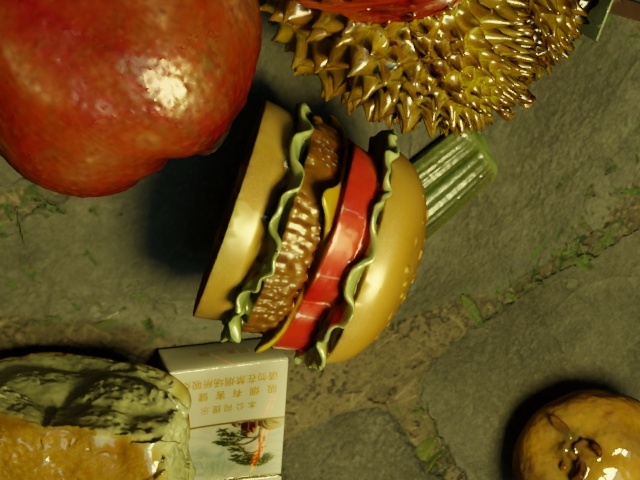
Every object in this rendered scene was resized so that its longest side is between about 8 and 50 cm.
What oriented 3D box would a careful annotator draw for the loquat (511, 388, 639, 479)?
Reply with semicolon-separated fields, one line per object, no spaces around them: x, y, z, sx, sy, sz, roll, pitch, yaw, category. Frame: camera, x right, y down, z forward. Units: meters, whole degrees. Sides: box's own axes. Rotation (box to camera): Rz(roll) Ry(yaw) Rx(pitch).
0.369;0.311;1.593;0.238;0.193;0.238;-15;141;-12;loquat

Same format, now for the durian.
0.105;-0.277;1.141;0.347;0.347;0.384;-34;112;-5;durian

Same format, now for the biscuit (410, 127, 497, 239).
0.083;-0.013;1.413;0.322;0.038;0.099;-39;119;-1;biscuit

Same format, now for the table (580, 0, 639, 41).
0.404;-0.314;1.394;0.146;0.062;0.175;7;113;-25;table

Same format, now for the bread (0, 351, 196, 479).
-0.264;0.261;1.274;0.250;0.225;0.279;6;117;-1;bread

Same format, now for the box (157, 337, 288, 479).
-0.124;0.240;1.425;0.149;0.067;0.233;-4;114;-18;box

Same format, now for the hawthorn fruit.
-0.209;-0.182;1.083;0.311;0.295;0.295;23;103;-29;hawthorn fruit

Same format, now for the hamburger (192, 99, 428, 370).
0.000;0.000;1.236;0.212;0.274;0.275;19;106;-6;hamburger
